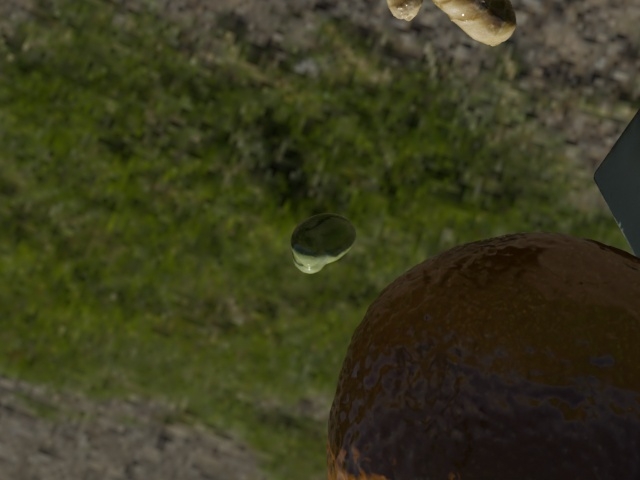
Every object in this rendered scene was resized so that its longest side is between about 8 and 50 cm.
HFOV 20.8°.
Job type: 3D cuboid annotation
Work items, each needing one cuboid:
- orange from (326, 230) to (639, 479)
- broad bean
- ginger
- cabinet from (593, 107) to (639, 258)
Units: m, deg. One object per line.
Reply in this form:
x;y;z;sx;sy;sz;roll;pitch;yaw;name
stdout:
0.187;0.157;1.338;0.357;0.322;0.322;17;152;5;orange
0.000;0.000;1.891;0.063;0.083;0.045;31;142;27;broad bean
0.110;-0.324;2.032;0.334;0.148;0.081;9;-159;-32;ginger
0.390;-0.048;1.592;0.206;0.145;0.150;4;135;-28;cabinet
